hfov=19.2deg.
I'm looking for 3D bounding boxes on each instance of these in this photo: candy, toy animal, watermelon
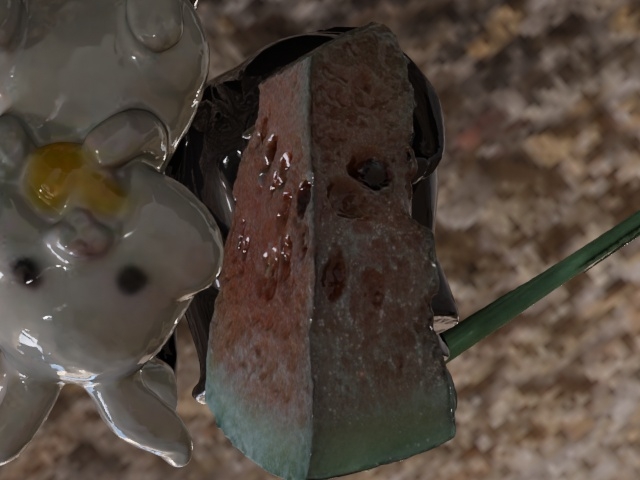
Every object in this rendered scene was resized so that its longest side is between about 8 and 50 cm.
[{"bbox_3d":[0.117,0.064,1.416,0.092,0.335,0.093,41,-160,-44],"label":"candy"},{"bbox_3d":[-0.063,-0.005,0.486,0.085,0.071,0.124,130,138,-65],"label":"toy animal"},{"bbox_3d":[0.000,0.000,1.038,0.094,0.241,0.154,-1,-172,-32],"label":"watermelon"}]

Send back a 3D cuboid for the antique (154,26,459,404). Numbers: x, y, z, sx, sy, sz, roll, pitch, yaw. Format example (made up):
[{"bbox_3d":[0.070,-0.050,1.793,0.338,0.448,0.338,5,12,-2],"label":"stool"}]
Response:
[{"bbox_3d":[-0.030,-0.015,1.345,0.185,0.322,0.255,3,-113,-50],"label":"antique"}]
